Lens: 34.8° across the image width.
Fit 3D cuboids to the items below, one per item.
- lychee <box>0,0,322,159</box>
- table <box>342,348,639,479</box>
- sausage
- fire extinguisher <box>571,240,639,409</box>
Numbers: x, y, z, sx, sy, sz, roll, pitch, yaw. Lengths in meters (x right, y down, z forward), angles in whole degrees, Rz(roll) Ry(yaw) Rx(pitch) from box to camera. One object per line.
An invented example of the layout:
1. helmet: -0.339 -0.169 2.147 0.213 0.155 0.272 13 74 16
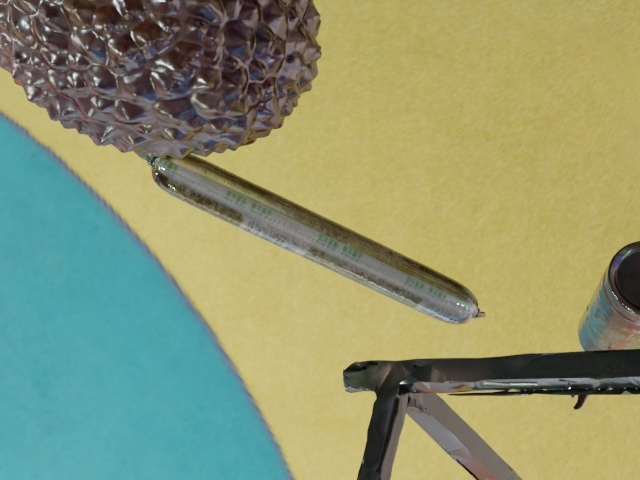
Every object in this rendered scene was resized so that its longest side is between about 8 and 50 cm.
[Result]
1. lychee: -0.089 -0.126 0.571 0.188 0.188 0.188 11 114 26
2. table: 0.181 0.217 0.460 0.272 0.222 0.335 -8 142 33
3. sausage: 0.000 0.000 0.695 0.269 0.033 0.033 25 124 -15
4. fire extinguisher: 0.282 0.090 1.004 0.075 0.106 0.252 53 168 20
